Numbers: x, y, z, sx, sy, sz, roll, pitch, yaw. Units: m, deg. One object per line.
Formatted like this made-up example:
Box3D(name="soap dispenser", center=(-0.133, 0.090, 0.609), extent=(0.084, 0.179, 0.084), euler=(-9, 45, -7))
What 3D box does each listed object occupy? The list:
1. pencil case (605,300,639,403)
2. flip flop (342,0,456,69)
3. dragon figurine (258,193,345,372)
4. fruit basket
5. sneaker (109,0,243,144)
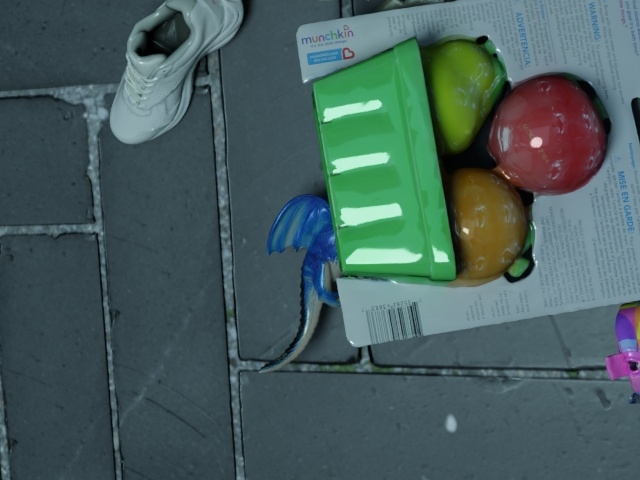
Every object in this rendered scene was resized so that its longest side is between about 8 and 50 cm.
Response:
Box3D(name="pencil case", center=(0.400, 0.095, 1.317), extent=(0.236, 0.104, 0.105), euler=(-12, 92, 23))
Box3D(name="flip flop", center=(0.118, -0.254, 1.406), extent=(0.277, 0.080, 0.112), euler=(-44, 79, 22))
Box3D(name="dragon figurine", center=(0.000, 0.000, 1.484), extent=(0.144, 0.085, 0.289), euler=(42, 106, 16))
Box3D(name="fruit basket", center=(0.172, -0.082, 1.355), extent=(0.353, 0.165, 0.327), euler=(-10, 86, -7))
Box3D(name="sneaker", center=(-0.187, -0.197, 1.518), extent=(0.090, 0.115, 0.232), euler=(44, 121, 14))
